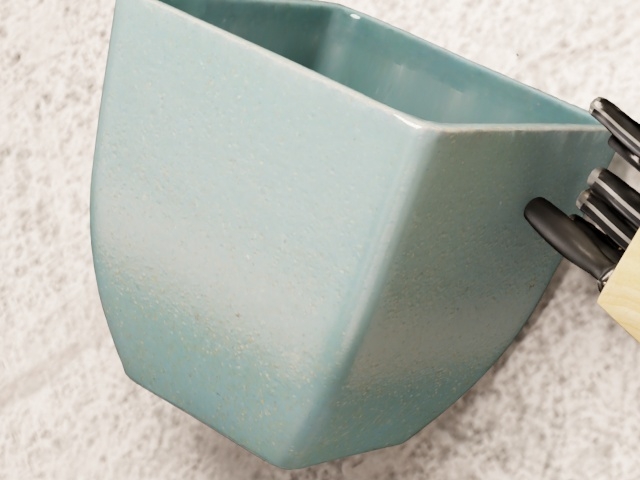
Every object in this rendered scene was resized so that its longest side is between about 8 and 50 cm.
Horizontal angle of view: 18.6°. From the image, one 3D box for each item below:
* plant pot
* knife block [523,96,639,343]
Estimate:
[{"bbox_3d":[0.000,0.000,1.245,0.248,0.247,0.252,27,107,31],"label":"plant pot"},{"bbox_3d":[0.221,0.041,1.108,0.242,0.088,0.276,-19,65,45],"label":"knife block"}]
